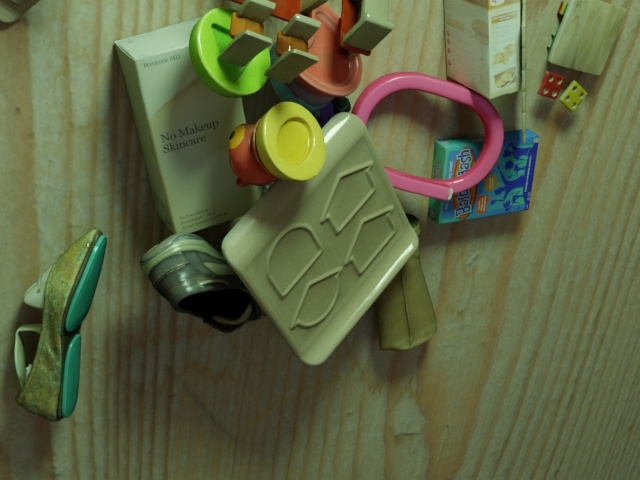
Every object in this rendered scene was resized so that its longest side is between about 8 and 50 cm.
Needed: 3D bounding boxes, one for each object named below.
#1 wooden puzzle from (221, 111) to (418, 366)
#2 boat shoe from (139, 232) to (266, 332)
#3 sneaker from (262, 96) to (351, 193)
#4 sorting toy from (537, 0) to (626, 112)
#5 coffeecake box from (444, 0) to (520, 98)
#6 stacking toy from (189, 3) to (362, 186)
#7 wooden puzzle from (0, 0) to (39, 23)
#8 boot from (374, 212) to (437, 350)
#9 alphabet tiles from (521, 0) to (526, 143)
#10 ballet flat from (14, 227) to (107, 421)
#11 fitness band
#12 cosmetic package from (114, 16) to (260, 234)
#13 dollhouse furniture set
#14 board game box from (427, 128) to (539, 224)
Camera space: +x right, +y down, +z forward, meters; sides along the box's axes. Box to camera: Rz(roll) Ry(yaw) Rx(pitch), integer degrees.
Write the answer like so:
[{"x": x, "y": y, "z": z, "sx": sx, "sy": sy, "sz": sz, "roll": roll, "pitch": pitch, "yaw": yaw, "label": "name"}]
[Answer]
[{"x": 0.000, "y": 0.000, "z": 1.720, "sx": 0.322, "sy": 0.080, "sz": 0.348, "roll": -50, "pitch": 137, "yaw": -16, "label": "wooden puzzle"}, {"x": -0.161, "y": 0.096, "z": 1.730, "sx": 0.132, "sy": 0.130, "sz": 0.355, "roll": -37, "pitch": 150, "yaw": 24, "label": "boat shoe"}, {"x": -0.008, "y": -0.123, "z": 1.764, "sx": 0.146, "sy": 0.102, "sz": 0.293, "roll": -2, "pitch": 116, "yaw": -28, "label": "sneaker"}, {"x": 0.489, "y": -0.382, "z": 1.925, "sx": 0.132, "sy": 0.046, "sz": 0.274, "roll": 7, "pitch": 111, "yaw": -30, "label": "sorting toy"}, {"x": 0.279, "y": -0.359, "z": 1.767, "sx": 0.068, "sy": 0.142, "sz": 0.185, "roll": -18, "pitch": 122, "yaw": -19, "label": "coffeecake box"}, {"x": -0.093, "y": -0.253, "z": 1.564, "sx": 0.279, "sy": 0.130, "sz": 0.309, "roll": 45, "pitch": 51, "yaw": -24, "label": "stacking toy"}, {"x": -0.434, "y": -0.421, "z": 1.370, "sx": 0.239, "sy": 0.044, "sz": 0.221, "roll": -28, "pitch": 134, "yaw": 31, "label": "wooden puzzle"}, {"x": 0.114, "y": 0.107, "z": 1.958, "sx": 0.236, "sy": 0.089, "sz": 0.269, "roll": -21, "pitch": 124, "yaw": -16, "label": "boot"}, {"x": 0.365, "y": -0.305, "z": 1.826, "sx": 0.009, "sy": 0.198, "sz": 0.237, "roll": 0, "pitch": 121, "yaw": 11, "label": "alphabet tiles"}, {"x": -0.439, "y": 0.135, "z": 1.676, "sx": 0.123, "sy": 0.123, "sz": 0.348, "roll": 4, "pitch": 111, "yaw": -29, "label": "ballet flat"}, {"x": 0.190, "y": -0.187, "z": 1.830, "sx": 0.291, "sy": 0.054, "sz": 0.209, "roll": 14, "pitch": 107, "yaw": -18, "label": "fitness band"}, {"x": -0.206, "y": -0.179, "z": 1.625, "sx": 0.160, "sy": 0.113, "sz": 0.309, "roll": -21, "pitch": 124, "yaw": -17, "label": "cosmetic package"}, {"x": -0.031, "y": -0.353, "z": 1.499, "sx": 0.259, "sy": 0.135, "sz": 0.262, "roll": 15, "pitch": 68, "yaw": -28, "label": "dollhouse furniture set"}, {"x": 0.314, "y": -0.124, "z": 1.966, "sx": 0.210, "sy": 0.047, "sz": 0.160, "roll": -10, "pitch": 119, "yaw": -22, "label": "board game box"}]
